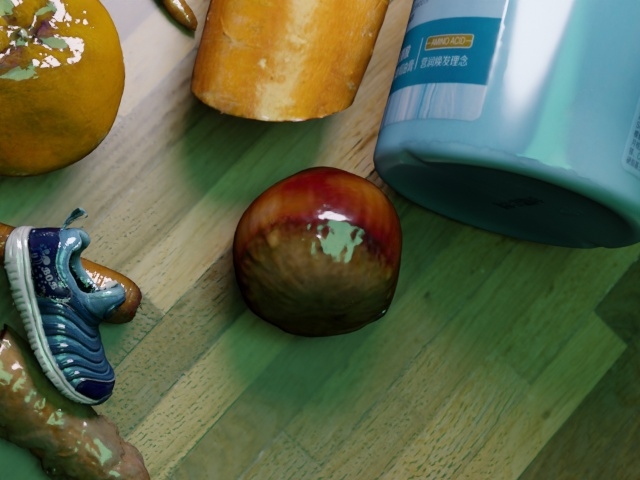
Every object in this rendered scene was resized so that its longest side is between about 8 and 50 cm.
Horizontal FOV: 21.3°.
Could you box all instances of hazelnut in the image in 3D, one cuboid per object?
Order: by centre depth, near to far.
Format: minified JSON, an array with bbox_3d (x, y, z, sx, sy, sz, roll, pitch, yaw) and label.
[{"bbox_3d":[0.000,0.000,1.888,0.208,0.208,0.208,3,82,-17],"label":"hazelnut"}]

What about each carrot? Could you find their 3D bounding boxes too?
[{"bbox_3d":[-0.270,0.204,1.812,0.263,0.102,0.102,41,73,-10],"label":"carrot"},{"bbox_3d":[-0.306,0.023,1.847,0.248,0.059,0.059,28,75,-9],"label":"carrot"},{"bbox_3d":[-0.015,-0.289,1.897,0.193,0.214,0.331,14,94,27],"label":"carrot"},{"bbox_3d":[-0.189,-0.308,1.941,0.036,0.036,0.165,-40,97,-19],"label":"carrot"}]

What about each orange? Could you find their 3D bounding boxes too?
[{"bbox_3d":[-0.323,-0.179,1.801,0.249,0.183,0.249,3,80,-16],"label":"orange"}]

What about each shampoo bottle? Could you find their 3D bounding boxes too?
[{"bbox_3d":[0.254,-0.196,1.910,0.331,0.331,0.342,18,79,-14],"label":"shampoo bottle"}]

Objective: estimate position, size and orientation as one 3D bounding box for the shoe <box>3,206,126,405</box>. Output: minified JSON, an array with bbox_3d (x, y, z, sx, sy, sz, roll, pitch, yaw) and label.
[{"bbox_3d":[-0.256,0.073,1.782,0.106,0.091,0.207,-15,99,8],"label":"shoe"}]
